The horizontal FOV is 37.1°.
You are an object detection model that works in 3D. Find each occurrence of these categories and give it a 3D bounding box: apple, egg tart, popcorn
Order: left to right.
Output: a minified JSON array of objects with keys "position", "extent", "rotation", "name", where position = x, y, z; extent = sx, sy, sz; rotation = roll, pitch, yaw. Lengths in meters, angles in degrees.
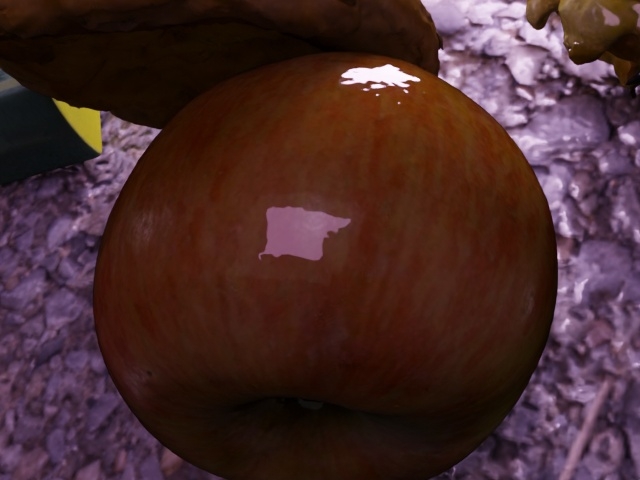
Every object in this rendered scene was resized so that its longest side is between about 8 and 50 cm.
[{"position":[-0.079,-0.160,0.646],"extent":[0.341,0.341,0.129],"rotation":[-1,85,15],"name":"egg tart"},{"position":[0.006,0.012,0.559],"extent":[0.264,0.264,0.264],"rotation":[-7,56,11],"name":"apple"},{"position":[0.255,-0.207,0.702],"extent":[0.173,0.168,0.195],"rotation":[46,115,17],"name":"popcorn"}]

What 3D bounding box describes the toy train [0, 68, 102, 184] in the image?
[{"position":[-0.385,-0.144,0.847],"extent":[0.369,0.150,0.237],"rotation":[-15,61,8],"name":"toy train"}]
